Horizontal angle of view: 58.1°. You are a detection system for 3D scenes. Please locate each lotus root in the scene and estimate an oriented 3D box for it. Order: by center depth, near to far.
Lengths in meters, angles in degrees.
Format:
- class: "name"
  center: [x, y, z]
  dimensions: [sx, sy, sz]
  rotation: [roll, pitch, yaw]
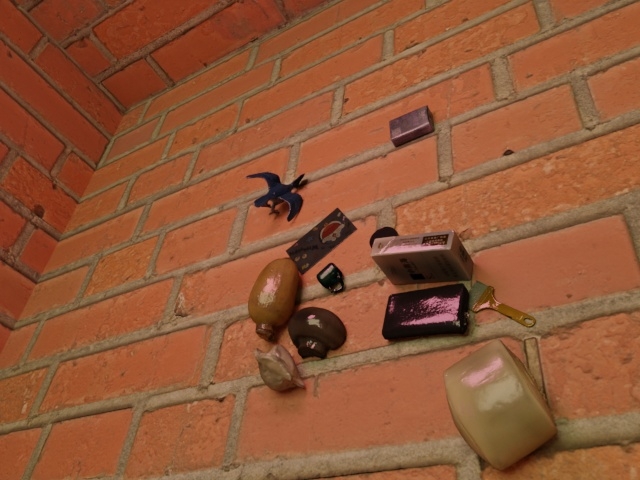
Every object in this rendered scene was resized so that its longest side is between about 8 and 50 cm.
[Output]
- class: "lotus root"
  center: [-0.149, 0.171, 1.852]
  dimensions: [0.146, 0.131, 0.304]
  rotation: [-12, 47, 34]

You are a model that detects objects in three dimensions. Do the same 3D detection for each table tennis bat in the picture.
- class: "table tennis bat"
  center: [0.210, 0.006, 1.807]
  dimensions: [0.095, 0.014, 0.158]
  rotation: [-42, 36, -3]

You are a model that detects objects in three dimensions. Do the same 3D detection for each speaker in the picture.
- class: "speaker"
  center: [0.035, 0.119, 1.806]
  dimensions: [0.075, 0.060, 0.094]
  rotation: [-43, 38, -1]

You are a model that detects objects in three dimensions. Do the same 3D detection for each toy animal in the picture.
- class: "toy animal"
  center: [-0.161, -0.186, 2.192]
  dimensions: [0.176, 0.239, 0.255]
  rotation: [-56, -13, 24]

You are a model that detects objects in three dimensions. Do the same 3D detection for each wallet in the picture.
- class: "wallet"
  center: [0.283, 0.191, 1.540]
  dimensions: [0.250, 0.044, 0.149]
  rotation: [-14, 46, 34]

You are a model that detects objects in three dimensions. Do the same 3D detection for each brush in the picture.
- class: "brush"
  center: [0.451, 0.168, 1.452]
  dimensions: [0.083, 0.011, 0.205]
  rotation: [-50, 40, -10]

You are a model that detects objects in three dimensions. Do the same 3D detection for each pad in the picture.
- class: "pad"
  center: [0.000, 0.000, 1.997]
  dimensions: [0.245, 0.006, 0.170]
  rotation: [-39, 39, 1]

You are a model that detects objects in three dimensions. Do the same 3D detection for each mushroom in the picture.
- class: "mushroom"
  center: [-0.024, 0.257, 1.695]
  dimensions: [0.188, 0.117, 0.141]
  rotation: [-10, 36, 39]

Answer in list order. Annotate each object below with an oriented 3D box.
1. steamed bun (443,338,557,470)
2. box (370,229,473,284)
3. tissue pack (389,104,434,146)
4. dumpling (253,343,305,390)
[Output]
- class: "steamed bun"
  center: [0.370, 0.340, 1.237]
  dimensions: [0.200, 0.155, 0.250]
  rotation: [-33, 36, 9]
- class: "box"
  center: [0.279, 0.051, 1.593]
  dimensions: [0.242, 0.155, 0.067]
  rotation: [-6, 49, 35]
- class: "tissue pack"
  center: [0.328, -0.414, 2.084]
  dimensions: [0.156, 0.051, 0.112]
  rotation: [-20, 45, 24]
- class: "dumpling"
  center: [-0.127, 0.360, 1.656]
  dimensions: [0.199, 0.136, 0.118]
  rotation: [23, 62, 38]
